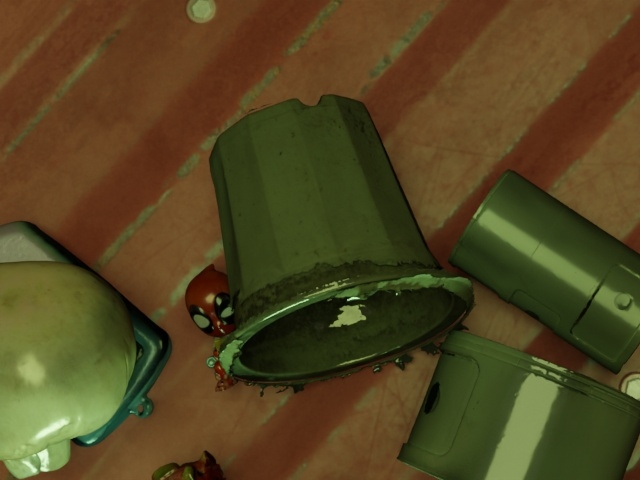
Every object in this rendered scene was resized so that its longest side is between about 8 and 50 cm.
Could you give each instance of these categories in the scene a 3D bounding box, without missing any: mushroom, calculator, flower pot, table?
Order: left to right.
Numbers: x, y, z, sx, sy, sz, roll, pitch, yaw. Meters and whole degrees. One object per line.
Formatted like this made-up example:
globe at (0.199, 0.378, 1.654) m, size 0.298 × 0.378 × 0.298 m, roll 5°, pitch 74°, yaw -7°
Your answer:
mushroom at (-0.317, 0.147, 1.829) m, size 0.254 × 0.234 × 0.260 m, roll -25°, pitch 38°, yaw -24°
calculator at (-0.305, 0.107, 1.944) m, size 0.293 × 0.051 × 0.173 m, roll 38°, pitch 88°, yaw 10°
flower pot at (0.000, 0.000, 1.832) m, size 0.290 × 0.290 × 0.259 m, roll -19°, pitch 67°, yaw 5°
table at (0.262, 0.033, 1.843) m, size 0.220 × 0.126 × 0.126 m, roll 33°, pitch 88°, yaw 10°

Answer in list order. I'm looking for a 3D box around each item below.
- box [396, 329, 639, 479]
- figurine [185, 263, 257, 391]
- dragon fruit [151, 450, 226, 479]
box at (0.210, 0.202, 1.776) m, size 0.226 × 0.226 × 0.149 m, roll 21°, pitch 85°, yaw 10°
figurine at (-0.107, 0.095, 1.906) m, size 0.068 × 0.075 × 0.140 m, roll -15°, pitch 93°, yaw 8°
dragon fruit at (-0.141, 0.333, 1.853) m, size 0.150 × 0.133 × 0.207 m, roll 24°, pitch 104°, yaw 14°
